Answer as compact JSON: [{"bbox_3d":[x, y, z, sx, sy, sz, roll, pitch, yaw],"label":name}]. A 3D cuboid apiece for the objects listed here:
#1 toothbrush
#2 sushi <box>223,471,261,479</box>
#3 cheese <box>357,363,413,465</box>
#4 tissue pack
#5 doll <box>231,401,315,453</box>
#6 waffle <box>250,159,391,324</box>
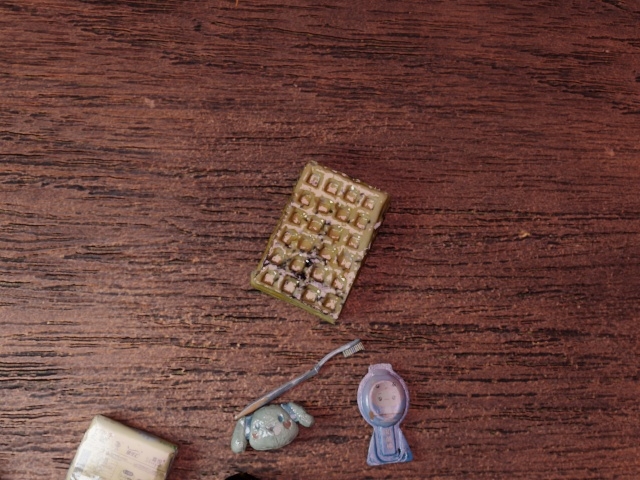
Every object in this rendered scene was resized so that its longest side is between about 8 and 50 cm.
[{"bbox_3d":[-0.052,0.349,1.644,0.375,0.028,0.037,-28,88,-12],"label":"toothbrush"},{"bbox_3d":[-0.169,0.679,1.413,0.281,0.294,0.300,-32,83,-16],"label":"sushi"},{"bbox_3d":[0.163,0.433,1.634,0.135,0.052,0.245,-3,76,-7],"label":"cheese"},{"bbox_3d":[-0.466,0.528,1.523,0.222,0.090,0.186,21,77,1],"label":"tissue pack"},{"bbox_3d":[-0.120,0.457,1.589,0.213,0.071,0.104,-18,66,-2],"label":"doll"},{"bbox_3d":[0.000,0.000,1.692,0.260,0.114,0.376,26,75,0],"label":"waffle"}]
